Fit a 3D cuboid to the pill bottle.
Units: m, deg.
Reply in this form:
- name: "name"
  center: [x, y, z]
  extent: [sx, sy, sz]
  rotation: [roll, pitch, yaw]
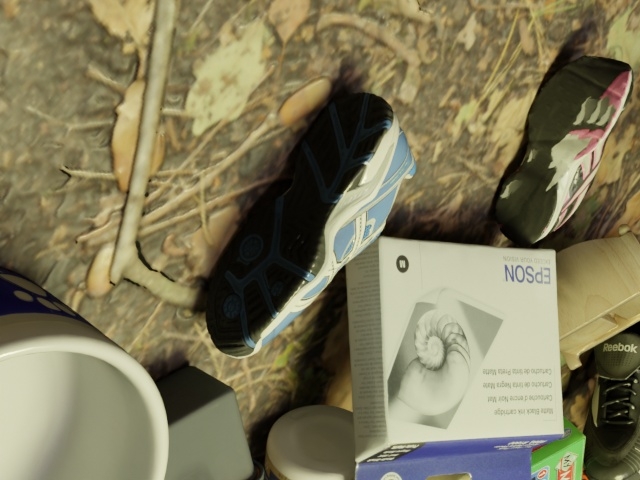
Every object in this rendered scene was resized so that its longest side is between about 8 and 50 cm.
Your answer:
- name: "pill bottle"
  center: [-0.004, 0.228, 1.171]
  extent: [0.094, 0.094, 0.169]
  rotation: [-22, 132, -38]

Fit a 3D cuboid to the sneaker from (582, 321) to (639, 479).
- name: "sneaker"
  center: [0.311, 0.151, 1.463]
  extent: [0.234, 0.078, 0.106]
  rotation: [-58, 139, -45]

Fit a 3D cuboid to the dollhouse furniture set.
- name: "dollhouse furniture set"
  center: [0.281, 0.002, 1.382]
  extent: [0.355, 0.174, 0.303]
  rotation: [-31, 161, 14]

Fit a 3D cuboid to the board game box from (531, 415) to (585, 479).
- name: "board game box"
  center: [0.170, 0.341, 1.466]
  extent: [0.213, 0.046, 0.317]
  rotation: [-24, 133, -22]

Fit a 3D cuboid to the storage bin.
- name: "storage bin"
  center: [-0.107, 0.157, 1.006]
  extent: [0.135, 0.098, 0.091]
  rotation: [-28, 125, -34]

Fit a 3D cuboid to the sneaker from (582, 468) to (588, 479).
- name: "sneaker"
  center: [0.297, 0.288, 1.588]
  extent: [0.087, 0.083, 0.221]
  rotation: [9, 107, -46]

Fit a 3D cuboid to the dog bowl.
- name: "dog bowl"
  center: [-0.224, 0.149, 0.844]
  extent: [0.265, 0.104, 0.265]
  rotation: [-29, 136, -33]

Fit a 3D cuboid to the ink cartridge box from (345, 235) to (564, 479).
- name: "ink cartridge box"
  center: [0.114, 0.113, 1.151]
  extent: [0.223, 0.045, 0.224]
  rotation: [3, 83, -43]

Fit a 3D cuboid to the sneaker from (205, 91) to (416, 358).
- name: "sneaker"
  center: [0.000, 0.000, 1.013]
  extent: [0.211, 0.080, 0.081]
  rotation: [-53, 141, -3]

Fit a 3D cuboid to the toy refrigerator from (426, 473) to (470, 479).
- name: "toy refrigerator"
  center: [0.061, 0.266, 1.272]
  extent: [0.269, 0.102, 0.094]
  rotation: [-58, 145, 1]

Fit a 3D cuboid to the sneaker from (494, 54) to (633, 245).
- name: "sneaker"
  center: [0.214, -0.080, 1.225]
  extent: [0.077, 0.072, 0.178]
  rotation: [-7, 133, -56]
